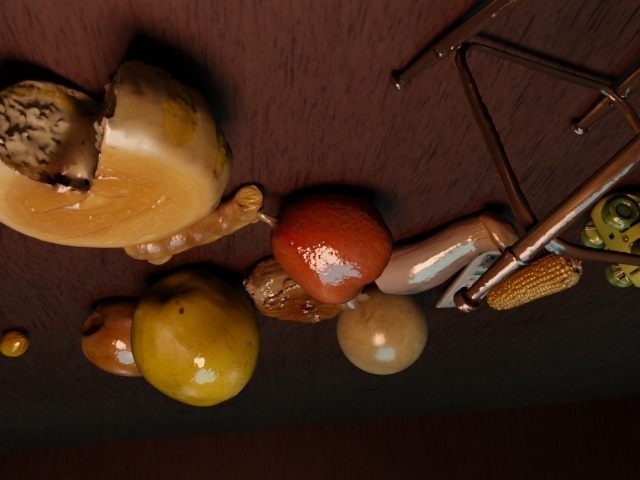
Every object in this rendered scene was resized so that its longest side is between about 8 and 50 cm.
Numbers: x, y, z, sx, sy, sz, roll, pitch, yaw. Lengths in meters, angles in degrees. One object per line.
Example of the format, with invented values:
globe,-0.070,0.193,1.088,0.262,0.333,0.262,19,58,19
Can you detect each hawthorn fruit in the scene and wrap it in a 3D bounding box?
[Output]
hawthorn fruit,0.000,0.000,1.039,0.251,0.199,0.199,24,141,-28

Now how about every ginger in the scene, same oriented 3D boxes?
ginger,-0.223,-0.022,1.055,0.298,0.065,0.118,-19,159,23

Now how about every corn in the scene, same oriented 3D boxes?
corn,0.513,0.101,1.441,0.091,0.091,0.260,-6,161,-39

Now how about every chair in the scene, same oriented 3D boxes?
chair,0.360,-0.163,0.637,0.364,0.362,0.410,7,145,-24

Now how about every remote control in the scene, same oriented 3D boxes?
remote control,0.372,0.088,1.428,0.103,0.051,0.293,0,148,-15

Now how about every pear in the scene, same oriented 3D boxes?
pear,-0.256,0.209,1.253,0.294,0.294,0.294,-5,153,-3

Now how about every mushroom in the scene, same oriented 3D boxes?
mushroom,0.253,0.027,1.236,0.328,0.122,0.159,-26,-177,34

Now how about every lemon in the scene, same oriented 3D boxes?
lemon,-0.757,0.255,1.466,0.092,0.065,0.065,-22,150,34

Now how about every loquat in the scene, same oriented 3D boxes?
loquat,-0.439,0.229,1.377,0.179,0.179,0.227,-23,144,28

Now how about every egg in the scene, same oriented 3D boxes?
egg,0.151,0.214,1.438,0.218,0.218,0.295,-11,165,7

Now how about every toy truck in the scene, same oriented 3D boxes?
toy truck,0.642,-0.006,1.157,0.210,0.187,0.148,-4,156,-5

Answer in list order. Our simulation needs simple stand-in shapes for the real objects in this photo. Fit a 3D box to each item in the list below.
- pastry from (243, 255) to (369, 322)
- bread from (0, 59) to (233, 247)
pastry,-0.031,0.110,1.294,0.257,0.121,0.236,-17,151,20
bread,-0.281,-0.107,0.775,0.333,0.160,0.333,-4,153,-2
